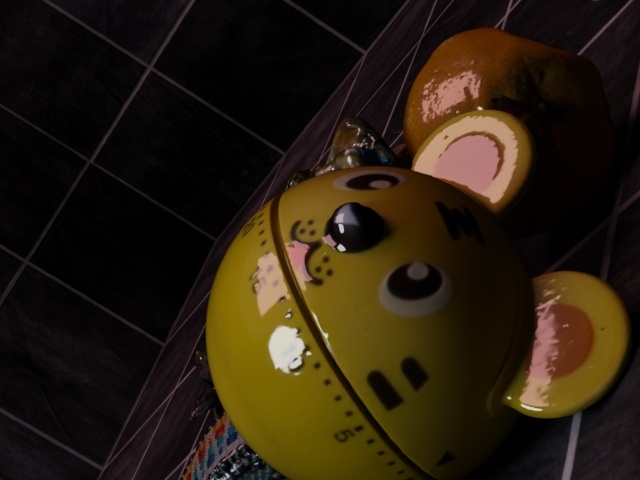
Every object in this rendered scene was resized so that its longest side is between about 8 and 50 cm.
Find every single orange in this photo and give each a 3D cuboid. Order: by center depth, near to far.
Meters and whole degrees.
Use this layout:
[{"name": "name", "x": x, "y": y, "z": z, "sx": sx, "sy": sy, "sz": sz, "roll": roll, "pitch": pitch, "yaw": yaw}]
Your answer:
[{"name": "orange", "x": 0.216, "y": -0.120, "z": 1.514, "sx": 0.249, "sy": 0.249, "sz": 0.183, "roll": -59, "pitch": 0, "yaw": -9}]

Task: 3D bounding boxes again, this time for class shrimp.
[{"name": "shrimp", "x": 0.074, "y": -0.055, "z": 1.680, "sx": 0.221, "sy": 0.110, "sz": 0.446, "roll": -51, "pitch": -10, "yaw": -4}]

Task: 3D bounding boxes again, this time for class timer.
[{"name": "timer", "x": 0.085, "y": 0.067, "z": 1.346, "sx": 0.387, "sy": 0.376, "sz": 0.376, "roll": -32, "pitch": 18, "yaw": 16}]

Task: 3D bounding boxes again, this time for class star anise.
[{"name": "star anise", "x": -0.141, "y": 0.254, "z": 2.307, "sx": 0.283, "sy": 0.129, "sz": 0.212, "roll": 71, "pitch": -157, "yaw": -58}]

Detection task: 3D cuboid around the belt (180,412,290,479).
[{"name": "belt", "x": -0.071, "y": 0.334, "z": 1.635, "sx": 0.160, "sy": 0.206, "sz": 0.295, "roll": -101, "pitch": 29, "yaw": -70}]

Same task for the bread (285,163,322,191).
[{"name": "bread", "x": 0.007, "y": -0.004, "z": 2.468, "sx": 0.174, "sy": 0.133, "sz": 0.252, "roll": -17, "pitch": -64, "yaw": -61}]
